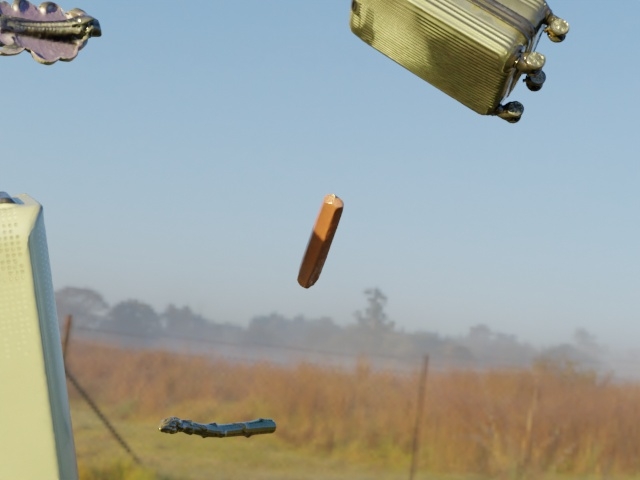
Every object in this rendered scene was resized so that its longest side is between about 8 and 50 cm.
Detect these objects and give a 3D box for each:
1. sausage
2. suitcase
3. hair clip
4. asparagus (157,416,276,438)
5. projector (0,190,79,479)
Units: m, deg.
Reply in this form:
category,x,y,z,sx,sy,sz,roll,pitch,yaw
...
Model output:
category,x,y,z,sx,sy,sz,roll,pitch,yaw
sausage,0.000,0.000,1.495,0.035,0.147,0.030,-3,35,-38
suitcase,0.190,-0.315,1.598,0.312,0.128,0.202,34,-18,10
hair clip,-0.419,-0.320,1.652,0.195,0.124,0.052,-5,-34,-34
asparagus,-0.080,0.142,0.836,0.016,0.016,0.163,-42,-26,16
projector,-0.268,0.093,0.754,0.177,0.242,0.163,-9,10,-17
